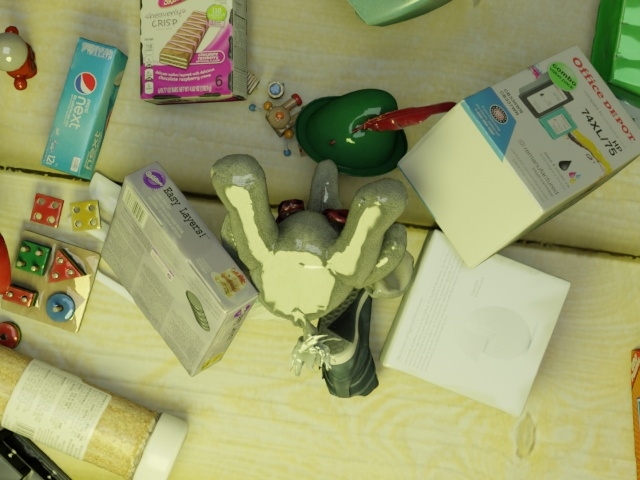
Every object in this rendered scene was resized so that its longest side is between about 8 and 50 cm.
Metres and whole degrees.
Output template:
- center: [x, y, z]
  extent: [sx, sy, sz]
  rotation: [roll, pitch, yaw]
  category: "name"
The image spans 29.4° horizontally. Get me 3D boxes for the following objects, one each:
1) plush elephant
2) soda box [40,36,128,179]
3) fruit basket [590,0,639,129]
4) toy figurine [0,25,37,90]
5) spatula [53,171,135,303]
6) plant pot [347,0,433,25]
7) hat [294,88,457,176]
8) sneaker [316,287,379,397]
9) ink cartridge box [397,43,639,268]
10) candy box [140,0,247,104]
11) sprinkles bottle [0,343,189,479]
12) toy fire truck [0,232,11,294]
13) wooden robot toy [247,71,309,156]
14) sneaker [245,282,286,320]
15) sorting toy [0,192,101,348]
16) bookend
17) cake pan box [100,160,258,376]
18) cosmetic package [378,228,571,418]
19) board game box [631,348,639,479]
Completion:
- center: [0.000, 0.000, 1.795]
  extent: [0.271, 0.255, 0.330]
  rotation: [3, 115, 8]
  category: "plush elephant"
- center: [-0.372, -0.207, 1.925]
  extent: [0.067, 0.071, 0.210]
  rotation: [17, 89, 7]
  category: "soda box"
- center: [0.603, -0.299, 1.924]
  extent: [0.353, 0.165, 0.327]
  rotation: [9, 89, -16]
  category: "fruit basket"
- center: [-0.567, -0.271, 1.889]
  extent: [0.209, 0.148, 0.213]
  rotation: [38, 89, 0]
  category: "toy figurine"
- center: [-0.303, 0.024, 1.953]
  extent: [0.242, 0.019, 0.168]
  rotation: [32, 83, -1]
  category: "spatula"
- center: [0.128, -0.463, 1.864]
  extent: [0.252, 0.248, 0.247]
  rotation: [-39, 90, 15]
  category: "plant pot"
- center: [0.078, -0.214, 1.848]
  extent: [0.208, 0.183, 0.173]
  rotation: [7, 52, -9]
  category: "hat"
- center: [0.049, 0.142, 1.923]
  extent: [0.086, 0.163, 0.226]
  rotation: [0, 47, 19]
  category: "sneaker"
- center: [0.302, -0.127, 1.808]
  extent: [0.270, 0.197, 0.198]
  rotation: [-29, 81, -36]
  category: "ink cartridge box"
- center: [-0.200, -0.336, 1.914]
  extent: [0.159, 0.071, 0.233]
  rotation: [-1, 88, 16]
  category: "candy box"
- center: [-0.385, 0.270, 1.885]
  extent: [0.355, 0.121, 0.121]
  rotation: [24, 88, -2]
  category: "sprinkles bottle"
- center: [-0.575, -0.051, 1.803]
  extent: [0.169, 0.302, 0.254]
  rotation: [-9, 111, -27]
  category: "toy fire truck"
- center: [-0.062, -0.206, 1.928]
  extent: [0.076, 0.079, 0.173]
  rotation: [-38, 90, -1]
  category: "wooden robot toy"
- center: [-0.094, 0.093, 1.913]
  extent: [0.212, 0.094, 0.080]
  rotation: [-10, 87, -1]
  category: "sneaker"
- center: [-0.427, 0.057, 1.917]
  extent: [0.132, 0.046, 0.275]
  rotation: [18, 93, 5]
  category: "sorting toy"
- center: [-0.460, 0.369, 1.871]
  extent: [0.156, 0.157, 0.072]
  rotation: [44, 89, 1]
  category: "bookend"
- center: [-0.220, 0.045, 1.806]
  extent: [0.070, 0.246, 0.267]
  rotation: [-30, 74, -32]
  category: "cake pan box"
- center: [0.234, 0.126, 1.894]
  extent: [0.224, 0.138, 0.224]
  rotation: [22, 88, -1]
  category: "cosmetic package"
- center: [0.684, 0.339, 1.785]
  extent: [0.356, 0.356, 0.356]
  rotation: [-2, 89, -1]
  category: "board game box"
